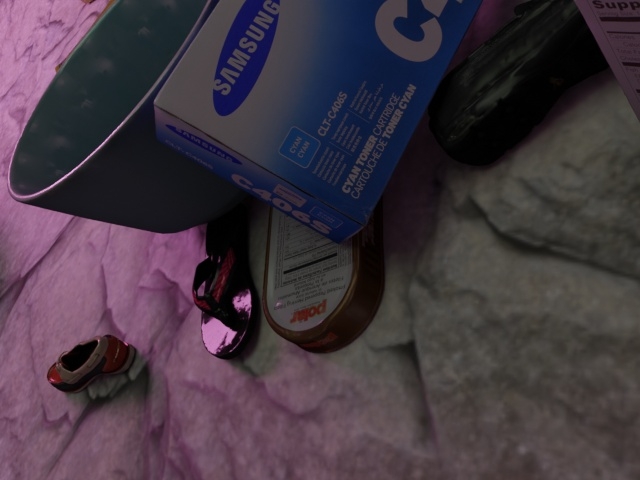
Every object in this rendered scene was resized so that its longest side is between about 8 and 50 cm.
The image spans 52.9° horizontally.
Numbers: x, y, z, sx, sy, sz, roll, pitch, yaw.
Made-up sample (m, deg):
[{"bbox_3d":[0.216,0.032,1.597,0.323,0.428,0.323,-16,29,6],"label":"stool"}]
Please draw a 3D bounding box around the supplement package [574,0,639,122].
[{"bbox_3d":[0.208,-0.139,0.281,0.134,0.244,0.139,16,78,46],"label":"supplement package"}]

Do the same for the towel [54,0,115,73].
[{"bbox_3d":[-0.390,-0.374,1.134,0.237,0.021,0.102,-48,44,10],"label":"towel"}]

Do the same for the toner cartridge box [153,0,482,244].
[{"bbox_3d":[0.032,-0.189,0.499,0.348,0.165,0.075,-62,6,-15],"label":"toner cartridge box"}]

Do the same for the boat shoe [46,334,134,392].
[{"bbox_3d":[-0.259,0.132,0.695,0.137,0.043,0.049,-21,55,34],"label":"boat shoe"}]

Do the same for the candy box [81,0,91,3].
[{"bbox_3d":[-0.458,-0.644,1.238,0.087,0.183,0.316,-9,60,40],"label":"candy box"}]

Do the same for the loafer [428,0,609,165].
[{"bbox_3d":[0.165,-0.146,0.448,0.223,0.076,0.078,-40,49,25],"label":"loafer"}]

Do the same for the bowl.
[{"bbox_3d":[-0.149,-0.129,0.649,0.311,0.163,0.311,-27,43,28],"label":"bowl"}]

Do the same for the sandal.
[{"bbox_3d":[-0.098,0.031,0.609,0.067,0.040,0.179,-29,49,25],"label":"sandal"}]

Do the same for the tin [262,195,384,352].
[{"bbox_3d":[0.000,0.000,0.545,0.106,0.040,0.189,-23,52,36],"label":"tin"}]
